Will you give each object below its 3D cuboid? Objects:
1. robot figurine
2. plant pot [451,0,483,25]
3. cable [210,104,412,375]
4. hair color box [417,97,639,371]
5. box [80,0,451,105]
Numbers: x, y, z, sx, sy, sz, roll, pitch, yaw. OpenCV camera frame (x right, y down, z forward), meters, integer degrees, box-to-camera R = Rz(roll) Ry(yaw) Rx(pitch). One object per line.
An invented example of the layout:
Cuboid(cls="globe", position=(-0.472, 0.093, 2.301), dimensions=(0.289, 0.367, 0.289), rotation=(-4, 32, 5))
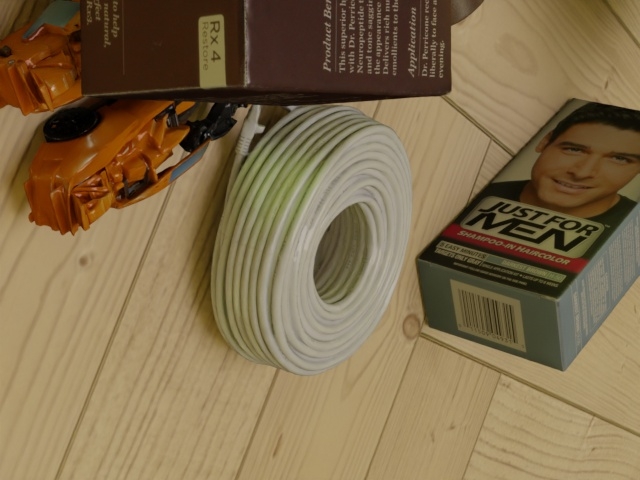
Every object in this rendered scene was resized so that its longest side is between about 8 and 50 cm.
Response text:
Cuboid(cls="robot figurine", position=(-0.120, -0.138, 0.972), dimensions=(0.291, 0.085, 0.211), rotation=(-42, 137, -36))
Cuboid(cls="plant pot", position=(0.081, -0.284, 1.137), dimensions=(0.167, 0.167, 0.165), rotation=(-62, 153, -15))
Cuboid(cls="cable", position=(0.000, 0.000, 1.187), dimensions=(0.257, 0.089, 0.257), rotation=(9, 98, -59))
Cuboid(cls="hair color box", position=(0.299, -0.020, 1.519), dimensions=(0.374, 0.185, 0.113), rotation=(-43, 135, -36))
Cuboid(cls="box", position=(-0.035, -0.179, 0.859), dimensions=(0.203, 0.167, 0.168), rotation=(-4, 95, -45))
